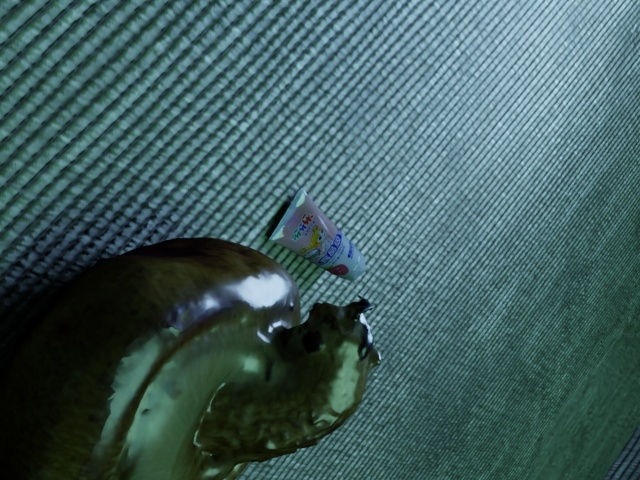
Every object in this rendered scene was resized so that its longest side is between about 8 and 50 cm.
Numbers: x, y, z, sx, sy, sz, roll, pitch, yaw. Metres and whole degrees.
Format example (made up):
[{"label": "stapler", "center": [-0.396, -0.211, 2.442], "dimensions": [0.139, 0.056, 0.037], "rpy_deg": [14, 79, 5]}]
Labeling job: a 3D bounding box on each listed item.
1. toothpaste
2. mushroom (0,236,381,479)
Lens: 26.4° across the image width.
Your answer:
[{"label": "toothpaste", "center": [0.000, 0.000, 1.565], "dimensions": [0.067, 0.043, 0.194], "rpy_deg": [-57, 150, -2]}, {"label": "mushroom", "center": [-0.125, 0.145, 1.201], "dimensions": [0.345, 0.259, 0.345], "rpy_deg": [-44, 150, -34]}]
